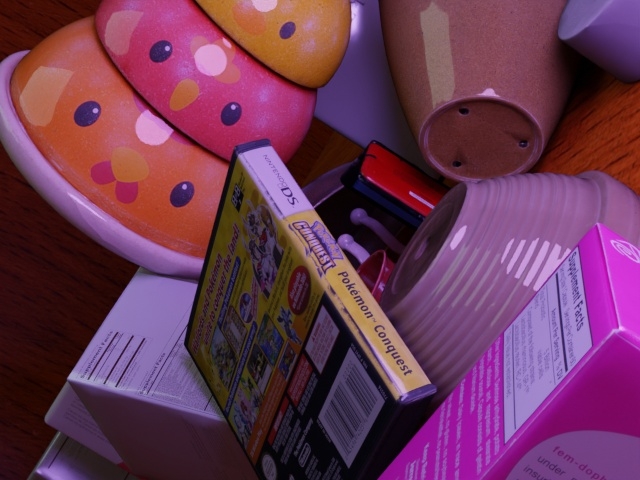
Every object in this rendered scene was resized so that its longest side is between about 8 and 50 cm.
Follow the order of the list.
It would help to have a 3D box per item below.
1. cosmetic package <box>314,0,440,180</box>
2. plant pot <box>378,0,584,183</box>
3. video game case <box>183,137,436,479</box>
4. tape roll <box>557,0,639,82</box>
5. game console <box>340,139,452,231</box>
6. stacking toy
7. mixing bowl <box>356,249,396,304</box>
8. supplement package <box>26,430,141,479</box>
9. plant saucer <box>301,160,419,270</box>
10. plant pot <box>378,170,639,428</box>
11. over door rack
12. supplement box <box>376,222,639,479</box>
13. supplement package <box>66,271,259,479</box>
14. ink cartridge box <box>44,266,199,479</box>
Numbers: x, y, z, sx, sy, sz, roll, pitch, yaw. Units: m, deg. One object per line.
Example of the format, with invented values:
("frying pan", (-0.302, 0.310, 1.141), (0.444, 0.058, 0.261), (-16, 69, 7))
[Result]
("cosmetic package", (0.066, -0.324, 1.628), (0.329, 0.394, 0.327), (-57, 6, 6))
("plant pot", (0.165, -0.186, 1.147), (0.237, 0.237, 0.254), (-51, 22, 44))
("video game case", (-0.025, 0.098, 0.918), (0.035, 0.248, 0.274), (-17, -32, -29))
("tape roll", (0.299, -0.246, 0.983), (0.219, 0.072, 0.219), (-57, 6, 9))
("game console", (0.089, -0.029, 1.181), (0.085, 0.144, 0.124), (-55, 8, 29))
("stacking toy", (-0.091, -0.226, 1.210), (0.480, 0.351, 0.350), (-48, 10, 21))
("mixing bowl", (0.048, 0.110, 1.039), (0.181, 0.098, 0.181), (-57, 6, 9))
("supplement package", (-0.362, 0.416, 1.960), (0.139, 0.244, 0.134), (-60, 8, -29))
("plant saucer", (0.000, 0.000, 1.463), (0.311, 0.050, 0.310), (-35, -22, -16))
("plant pot", (0.119, 0.034, 0.834), (0.237, 0.110, 0.237), (-56, 8, 12))
("over door rack", (-0.027, 0.067, 1.360), (0.240, 0.108, 0.324), (-29, -10, -33))
("supplement box", (0.106, 0.120, 0.518), (0.220, 0.111, 0.114), (-54, 7, 25))
("supplement package", (-0.111, 0.161, 1.185), (0.149, 0.203, 0.194), (-61, -31, -33))
("ink cartridge box", (-0.211, 0.182, 1.816), (0.384, 0.279, 0.160), (-56, 6, 11))
